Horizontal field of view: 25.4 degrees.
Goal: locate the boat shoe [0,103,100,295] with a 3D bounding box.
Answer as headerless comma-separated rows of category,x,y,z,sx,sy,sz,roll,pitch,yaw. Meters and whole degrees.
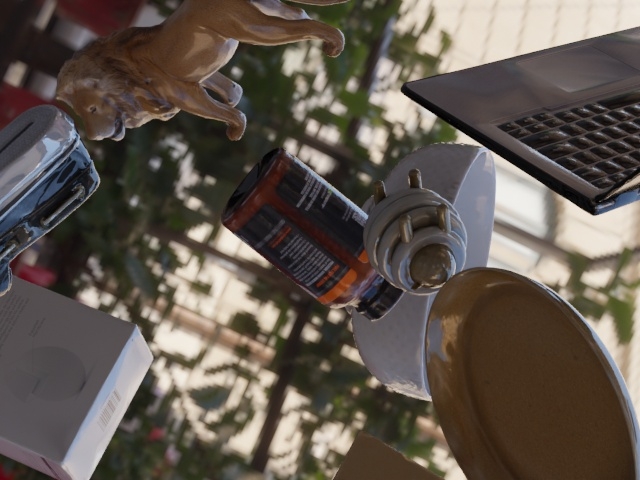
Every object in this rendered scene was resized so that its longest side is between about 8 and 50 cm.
boat shoe,-0.348,0.012,1.413,0.335,0.119,0.121,-44,-149,-16

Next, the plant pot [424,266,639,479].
plant pot,0.164,0.128,1.081,0.032,0.236,0.236,-21,165,-30

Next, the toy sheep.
toy sheep,0.075,-0.005,1.159,0.091,0.091,0.132,-61,-152,22

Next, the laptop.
laptop,0.361,-0.188,1.313,0.408,0.382,0.236,37,-49,39

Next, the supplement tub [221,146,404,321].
supplement tub,0.000,0.000,1.485,0.106,0.198,0.106,-48,-169,13

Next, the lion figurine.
lion figurine,-0.152,-0.253,1.814,0.392,0.240,0.142,-41,-144,35

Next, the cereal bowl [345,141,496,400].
cereal bowl,0.119,0.031,1.844,0.339,0.141,0.339,12,90,-74

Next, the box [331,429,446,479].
box,0.071,0.326,1.568,0.201,0.164,0.021,-56,176,-39

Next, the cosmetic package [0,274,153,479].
cosmetic package,-0.397,0.200,2.034,0.138,0.224,0.224,81,34,-64
